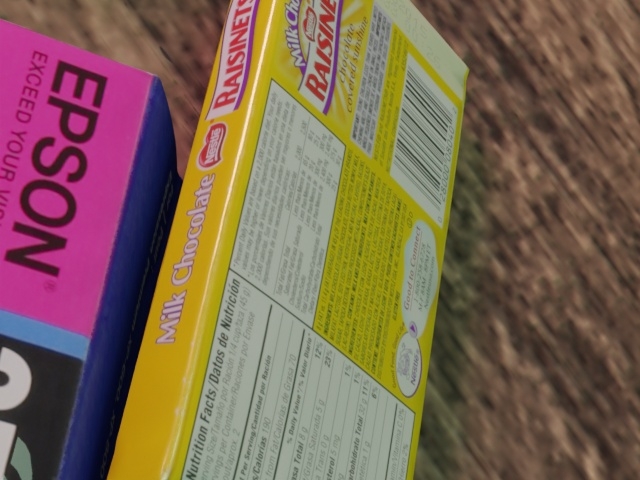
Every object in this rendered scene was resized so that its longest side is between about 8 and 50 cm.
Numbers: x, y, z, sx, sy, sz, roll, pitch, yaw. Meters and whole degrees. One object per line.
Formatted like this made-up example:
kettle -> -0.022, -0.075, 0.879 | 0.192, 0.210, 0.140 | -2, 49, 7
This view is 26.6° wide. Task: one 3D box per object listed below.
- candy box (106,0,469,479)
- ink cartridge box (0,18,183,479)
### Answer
candy box -> 0.000, 0.000, 0.413 | 0.105, 0.027, 0.206 | 39, 49, -39
ink cartridge box -> -0.159, 0.008, 0.339 | 0.370, 0.069, 0.176 | 20, 60, -20
